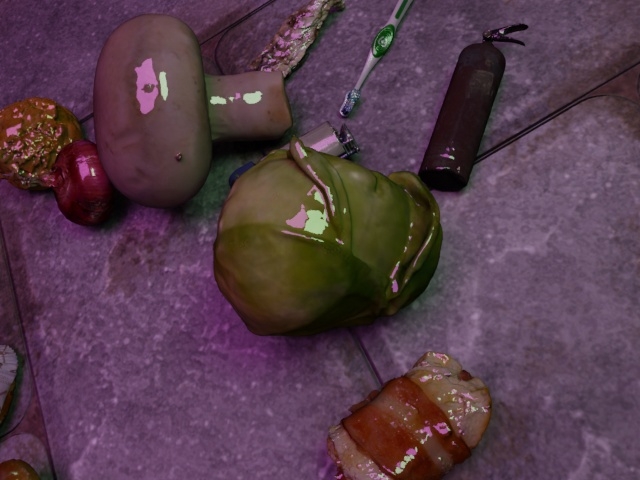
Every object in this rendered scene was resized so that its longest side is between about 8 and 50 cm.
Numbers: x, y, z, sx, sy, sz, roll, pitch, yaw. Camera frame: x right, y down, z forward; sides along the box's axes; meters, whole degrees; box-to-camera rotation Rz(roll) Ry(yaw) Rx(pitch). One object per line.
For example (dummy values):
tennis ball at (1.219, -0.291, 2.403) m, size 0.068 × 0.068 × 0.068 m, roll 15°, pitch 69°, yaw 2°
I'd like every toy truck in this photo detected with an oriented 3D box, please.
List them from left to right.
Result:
toy truck at (-0.038, -0.106, 0.894) m, size 0.201 × 0.088 × 0.074 m, roll -28°, pitch 64°, yaw 7°

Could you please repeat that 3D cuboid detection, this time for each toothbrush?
toothbrush at (0.104, -0.332, 0.974) m, size 0.030 × 0.030 × 0.304 m, roll 21°, pitch 75°, yaw 25°

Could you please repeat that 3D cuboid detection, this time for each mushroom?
mushroom at (-0.200, -0.194, 0.926) m, size 0.289 × 0.292 × 0.293 m, roll -4°, pitch 62°, yaw -22°

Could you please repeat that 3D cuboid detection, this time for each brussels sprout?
brussels sprout at (0.002, 0.002, 0.744) m, size 0.294 × 0.259 × 0.227 m, roll -30°, pitch 51°, yaw 33°

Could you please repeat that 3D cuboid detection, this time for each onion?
onion at (-0.416, -0.090, 0.969) m, size 0.150 × 0.140 × 0.150 m, roll 16°, pitch 113°, yaw 42°

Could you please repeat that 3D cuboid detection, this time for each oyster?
oyster at (-0.051, -0.355, 1.015) m, size 0.106 × 0.061 × 0.200 m, roll 24°, pitch 78°, yaw 26°

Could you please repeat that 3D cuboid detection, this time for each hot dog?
hot dog at (-0.538, 0.258, 0.938) m, size 0.099 × 0.053 × 0.192 m, roll 3°, pitch 67°, yaw 18°
hot dog at (0.108, 0.231, 0.707) m, size 0.213 × 0.103 × 0.146 m, roll -32°, pitch 41°, yaw -6°

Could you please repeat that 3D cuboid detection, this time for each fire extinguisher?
fire extinguisher at (0.223, -0.200, 0.852) m, size 0.089 × 0.072 × 0.268 m, roll 13°, pitch 73°, yaw 30°

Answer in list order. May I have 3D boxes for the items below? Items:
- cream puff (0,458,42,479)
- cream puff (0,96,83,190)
cream puff at (-0.408, 0.429, 0.766) m, size 0.240 × 0.155 × 0.269 m, roll 1°, pitch 67°, yaw 18°
cream puff at (-0.523, -0.176, 1.066) m, size 0.189 × 0.129 × 0.189 m, roll -8°, pitch 65°, yaw 19°
